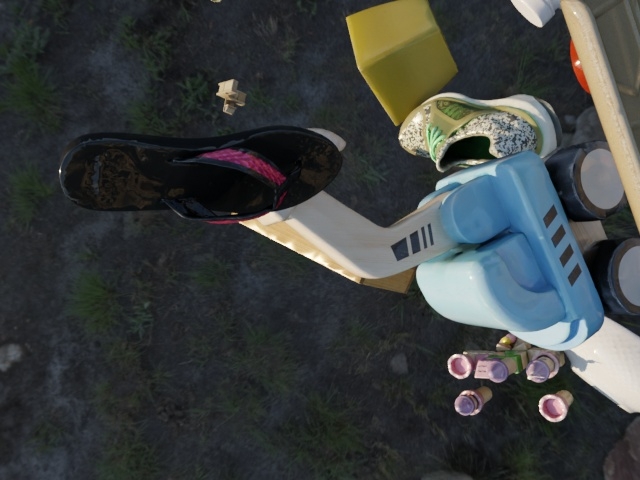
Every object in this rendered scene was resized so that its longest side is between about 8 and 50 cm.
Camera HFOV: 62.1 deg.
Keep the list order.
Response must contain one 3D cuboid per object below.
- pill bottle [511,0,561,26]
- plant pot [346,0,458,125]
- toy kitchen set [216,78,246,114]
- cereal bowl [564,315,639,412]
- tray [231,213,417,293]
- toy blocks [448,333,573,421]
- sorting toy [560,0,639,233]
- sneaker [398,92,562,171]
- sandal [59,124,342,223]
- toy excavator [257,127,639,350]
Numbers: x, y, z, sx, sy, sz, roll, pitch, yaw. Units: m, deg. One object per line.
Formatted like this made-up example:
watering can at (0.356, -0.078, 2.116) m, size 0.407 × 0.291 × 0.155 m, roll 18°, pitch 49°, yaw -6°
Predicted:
pill bottle at (0.440, -0.483, 0.947) m, size 0.112 × 0.112 × 0.186 m, roll 48°, pitch 109°, yaw 10°
plant pot at (0.204, -0.445, 1.266) m, size 0.187 × 0.212 × 0.212 m, roll -23°, pitch 51°, yaw 22°
toy kitchen set at (-0.232, -0.387, 1.453) m, size 0.075 × 0.083 × 0.068 m, roll 4°, pitch 82°, yaw 47°
cereal bowl at (0.722, 0.310, 1.292) m, size 0.339 × 0.339 × 0.141 m, roll 39°, pitch 94°, yaw 11°
tray at (0.000, 0.000, 1.232) m, size 0.411 × 0.203 × 0.076 m, roll 26°, pitch 96°, yaw 38°
toy blocks at (0.467, 0.308, 1.380) m, size 0.289 × 0.260 × 0.308 m, roll -10°, pitch 84°, yaw 38°
sorting toy at (0.306, -0.094, 0.484) m, size 0.041 × 0.229 × 0.307 m, roll -10°, pitch 112°, yaw 50°
sneaker at (0.284, -0.218, 1.135) m, size 0.182 × 0.410 × 0.158 m, roll -33°, pitch 112°, yaw -24°
sandal at (-0.064, -0.035, 0.335) m, size 0.040 × 0.179 × 0.067 m, roll 55°, pitch 140°, yaw 41°
toy excavator at (0.181, 0.000, 0.718) m, size 0.445 × 0.222 × 0.432 m, roll -29°, pitch 98°, yaw -22°
